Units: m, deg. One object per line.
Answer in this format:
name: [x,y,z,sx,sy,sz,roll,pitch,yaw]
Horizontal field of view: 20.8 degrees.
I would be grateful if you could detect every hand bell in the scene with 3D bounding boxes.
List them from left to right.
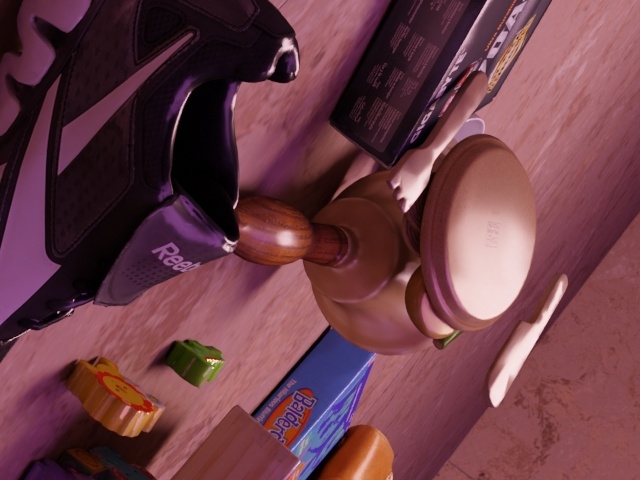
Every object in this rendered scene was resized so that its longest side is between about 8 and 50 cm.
hand bell: [0.000,0.000,1.059,0.126,0.126,0.242,-56,155,9]

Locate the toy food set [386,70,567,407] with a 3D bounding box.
toy food set: [0.089,-0.003,1.083,0.132,0.038,0.192,-53,133,-34]

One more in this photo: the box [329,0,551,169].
box: [0.107,-0.164,1.066,0.175,0.051,0.220,-35,158,-58]

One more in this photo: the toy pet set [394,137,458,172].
toy pet set: [0.074,-0.016,1.225,0.114,0.065,0.122,-49,159,25]

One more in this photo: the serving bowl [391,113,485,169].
serving bowl: [0.079,-0.068,1.265,0.083,0.027,0.083,-35,160,-14]

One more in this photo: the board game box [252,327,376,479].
board game box: [-0.041,0.186,1.478,0.210,0.047,0.160,-47,166,-28]

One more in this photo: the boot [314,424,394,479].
boot: [0.002,0.285,1.836,0.211,0.104,0.295,-57,174,-12]

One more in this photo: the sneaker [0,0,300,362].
sneaker: [-0.087,-0.007,0.623,0.234,0.106,0.078,-57,167,15]

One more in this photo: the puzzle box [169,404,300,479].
puzzle box: [-0.167,0.274,1.069,0.409,0.052,0.272,-48,175,-9]

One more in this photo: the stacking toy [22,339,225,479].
stacking toy: [-0.128,0.143,1.016,0.167,0.052,0.221,-56,169,8]
